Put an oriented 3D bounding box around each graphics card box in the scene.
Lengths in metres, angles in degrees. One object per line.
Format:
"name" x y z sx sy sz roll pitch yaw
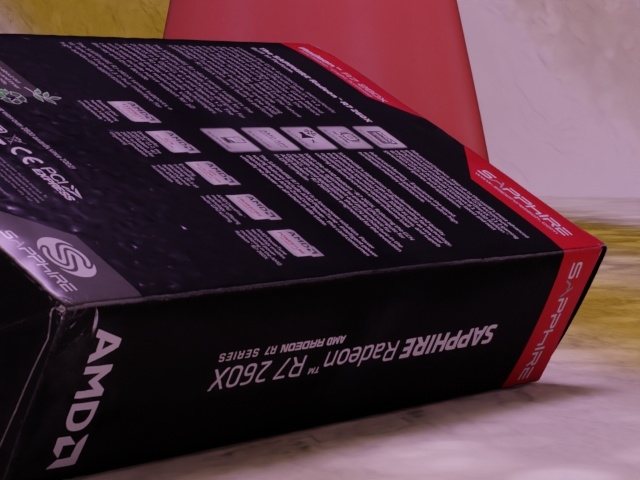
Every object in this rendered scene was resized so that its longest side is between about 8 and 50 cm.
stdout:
"graphics card box" -0.062 -0.009 0.869 0.233 0.094 0.371 38 25 31

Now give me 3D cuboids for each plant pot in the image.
"plant pot" -0.003 -0.068 1.299 0.275 0.243 0.275 -1 3 0
